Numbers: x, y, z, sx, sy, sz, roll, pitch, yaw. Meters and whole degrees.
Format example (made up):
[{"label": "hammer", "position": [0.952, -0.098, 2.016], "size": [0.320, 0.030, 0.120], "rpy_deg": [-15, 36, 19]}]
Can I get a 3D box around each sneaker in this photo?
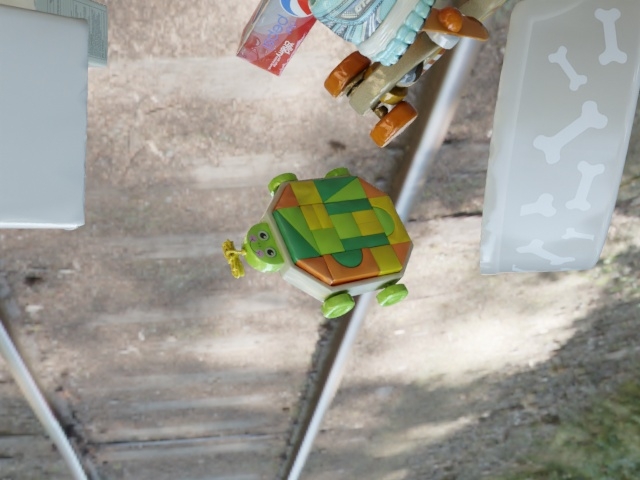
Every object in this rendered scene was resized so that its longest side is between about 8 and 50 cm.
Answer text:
[{"label": "sneaker", "position": [0.078, -0.323, 0.788], "size": [0.122, 0.283, 0.110], "rpy_deg": [21, 180, -18]}]

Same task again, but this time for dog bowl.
[{"label": "dog bowl", "position": [0.226, -0.131, 0.741], "size": [0.102, 0.349, 0.349], "rpy_deg": [10, 155, 14]}]

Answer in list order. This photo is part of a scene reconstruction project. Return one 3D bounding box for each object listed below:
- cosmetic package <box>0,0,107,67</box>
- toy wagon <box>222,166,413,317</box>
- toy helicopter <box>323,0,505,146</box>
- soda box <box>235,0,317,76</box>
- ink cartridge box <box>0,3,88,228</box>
[{"label": "cosmetic package", "position": [-0.234, -0.188, 0.710], "size": [0.041, 0.060, 0.115], "rpy_deg": [3, -176, 15]}, {"label": "toy wagon", "position": [0.000, 0.000, 1.383], "size": [0.344, 0.267, 0.068], "rpy_deg": [-8, 153, -35]}, {"label": "toy helicopter", "position": [0.181, -0.317, 1.255], "size": [0.355, 0.140, 0.235], "rpy_deg": [-41, 177, -23]}, {"label": "soda box", "position": [-0.049, -0.406, 1.388], "size": [0.092, 0.084, 0.263], "rpy_deg": [22, 144, -19]}, {"label": "ink cartridge box", "position": [-0.316, -0.074, 0.449], "size": [0.306, 0.131, 0.226], "rpy_deg": [-1, -176, -40]}]
